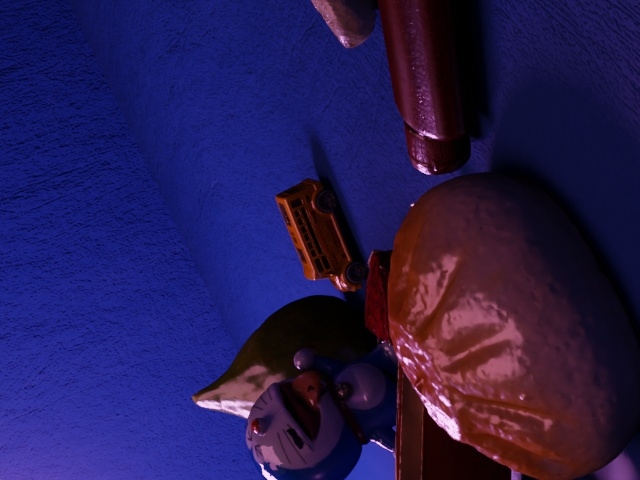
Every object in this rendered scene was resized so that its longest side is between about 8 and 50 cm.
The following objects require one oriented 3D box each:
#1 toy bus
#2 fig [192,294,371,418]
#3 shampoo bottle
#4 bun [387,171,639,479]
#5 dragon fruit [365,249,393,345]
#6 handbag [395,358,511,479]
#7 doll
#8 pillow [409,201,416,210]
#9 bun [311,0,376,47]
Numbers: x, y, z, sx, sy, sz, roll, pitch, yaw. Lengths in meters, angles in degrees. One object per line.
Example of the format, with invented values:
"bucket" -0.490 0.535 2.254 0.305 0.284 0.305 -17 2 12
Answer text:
"toy bus" 0.000 0.000 2.016 0.162 0.074 0.069 68 166 -12
"fig" -0.057 0.200 2.165 0.206 0.275 0.206 -15 -90 -88
"shampoo bottle" 0.092 -0.167 1.300 0.102 0.064 0.260 53 164 41
"bun" 0.155 0.093 1.339 0.299 0.165 0.299 60 169 19
"dragon fruit" 0.098 0.063 1.750 0.162 0.083 0.106 -129 36 -85
"handbag" 0.140 0.207 1.544 0.063 0.127 0.190 6 94 53
"doll" 0.023 0.237 1.994 0.215 0.257 0.161 54 177 30
"pillow" 0.138 0.022 1.519 0.091 0.055 0.136 49 163 44
"bun" 0.026 -0.236 1.475 0.086 0.055 0.086 58 -179 -1
